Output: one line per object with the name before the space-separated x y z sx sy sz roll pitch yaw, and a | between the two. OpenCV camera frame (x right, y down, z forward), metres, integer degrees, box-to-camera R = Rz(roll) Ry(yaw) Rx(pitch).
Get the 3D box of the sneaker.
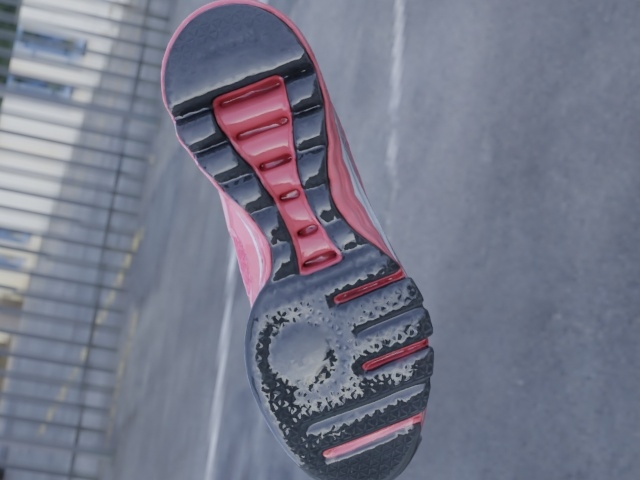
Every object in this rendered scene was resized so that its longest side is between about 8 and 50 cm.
sneaker | 0.000 -0.001 0.879 0.136 0.116 0.313 -40 -67 -81
